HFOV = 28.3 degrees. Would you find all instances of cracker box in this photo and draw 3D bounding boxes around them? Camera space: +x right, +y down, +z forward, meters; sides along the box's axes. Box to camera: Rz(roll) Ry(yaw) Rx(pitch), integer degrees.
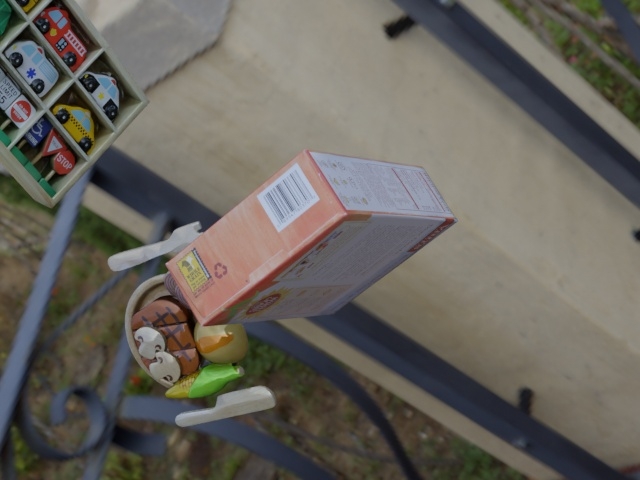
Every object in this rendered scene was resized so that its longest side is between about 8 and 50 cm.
[{"bbox_3d":[0.000,0.000,1.066,0.156,0.232,0.067,-38,73,21],"label":"cracker box"}]

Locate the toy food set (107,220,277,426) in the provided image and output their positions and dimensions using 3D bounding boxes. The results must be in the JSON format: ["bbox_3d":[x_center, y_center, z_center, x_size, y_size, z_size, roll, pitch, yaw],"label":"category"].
[{"bbox_3d":[-0.131,0.090,1.200,0.132,0.192,0.038,-18,10,26],"label":"toy food set"}]

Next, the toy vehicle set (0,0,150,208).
[{"bbox_3d":[-0.305,-0.178,1.314,0.035,0.267,0.166,23,67,42],"label":"toy vehicle set"}]
